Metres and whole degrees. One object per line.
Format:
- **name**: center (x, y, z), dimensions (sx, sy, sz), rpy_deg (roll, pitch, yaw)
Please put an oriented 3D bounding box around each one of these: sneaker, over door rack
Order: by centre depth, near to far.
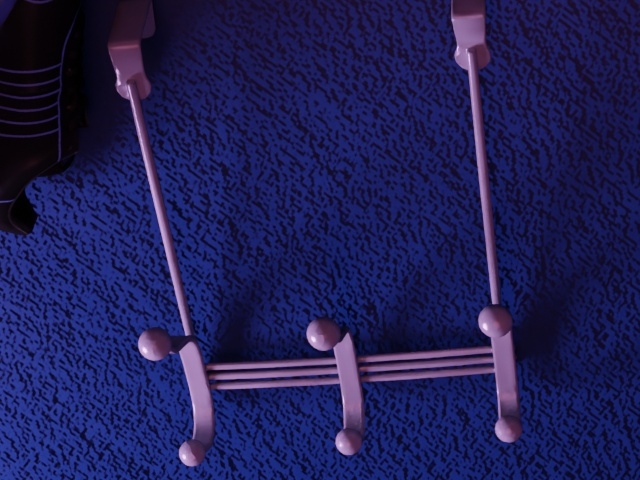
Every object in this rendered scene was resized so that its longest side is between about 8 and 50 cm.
- **sneaker**: center (-0.179, -0.104, 1.264), dimensions (0.090, 0.081, 0.232), rpy_deg (27, 123, -10)
- **over door rack**: center (0.000, 0.000, 1.277), dimensions (0.239, 0.108, 0.324), rpy_deg (-4, 116, 7)
